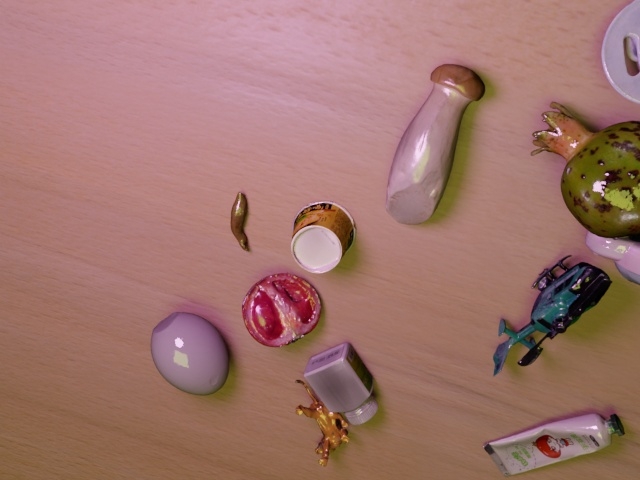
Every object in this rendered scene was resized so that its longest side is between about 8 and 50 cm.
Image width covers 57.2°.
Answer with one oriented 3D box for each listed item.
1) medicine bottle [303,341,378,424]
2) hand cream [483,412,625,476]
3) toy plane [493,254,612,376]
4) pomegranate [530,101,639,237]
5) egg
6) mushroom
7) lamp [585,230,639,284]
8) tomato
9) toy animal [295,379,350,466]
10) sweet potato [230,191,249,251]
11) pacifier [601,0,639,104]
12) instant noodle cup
[{"bbox_3d":[0.062,0.371,1.496,0.132,0.088,0.188,-28,105,21],"label":"medicine bottle"},{"bbox_3d":[0.581,0.508,1.468,0.336,0.076,0.121,-31,103,29],"label":"hand cream"},{"bbox_3d":[0.499,0.160,1.281,0.106,0.155,0.382,34,133,-5],"label":"toy plane"},{"bbox_3d":[0.527,-0.122,1.103,0.285,0.231,0.231,20,116,10],"label":"pomegranate"},{"bbox_3d":[-0.326,0.293,1.498,0.176,0.176,0.232,-24,116,20],"label":"egg"},{"bbox_3d":[0.222,-0.185,1.203,0.128,0.128,0.350,22,112,2],"label":"mushroom"},{"bbox_3d":[0.656,0.037,1.180,0.246,0.179,0.108,23,114,23],"label":"lamp"},{"bbox_3d":[-0.104,0.169,1.444,0.189,0.099,0.173,-25,92,-20],"label":"tomato"},{"bbox_3d":[0.003,0.466,1.559,0.114,0.116,0.255,-23,103,-4],"label":"toy animal"},{"bbox_3d":[-0.194,-0.044,1.397,0.041,0.038,0.153,15,120,31],"label":"sweet potato"},{"bbox_3d":[0.633,-0.356,0.994,0.279,0.207,0.227,-9,94,15],"label":"pacifier"},{"bbox_3d":[0.000,0.000,1.328,0.151,0.122,0.151,4,116,8],"label":"instant noodle cup"}]
